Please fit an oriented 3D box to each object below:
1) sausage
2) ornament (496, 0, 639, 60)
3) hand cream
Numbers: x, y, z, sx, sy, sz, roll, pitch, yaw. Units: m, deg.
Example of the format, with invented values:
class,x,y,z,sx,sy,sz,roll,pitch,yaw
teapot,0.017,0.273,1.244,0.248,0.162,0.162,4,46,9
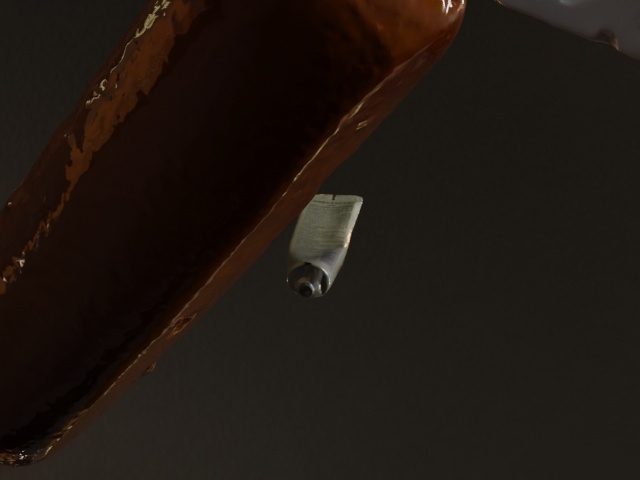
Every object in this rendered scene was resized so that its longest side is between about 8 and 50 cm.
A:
class,x,y,z,sx,sy,sz,roll,pitch,yaw
sausage,-0.072,-0.014,0.489,0.097,0.094,0.348,42,-58,-3
ornament,0.260,-0.250,0.749,0.240,0.239,0.240,-24,-46,-50
hand cream,0.000,0.000,1.032,0.057,0.165,0.037,3,-59,9
